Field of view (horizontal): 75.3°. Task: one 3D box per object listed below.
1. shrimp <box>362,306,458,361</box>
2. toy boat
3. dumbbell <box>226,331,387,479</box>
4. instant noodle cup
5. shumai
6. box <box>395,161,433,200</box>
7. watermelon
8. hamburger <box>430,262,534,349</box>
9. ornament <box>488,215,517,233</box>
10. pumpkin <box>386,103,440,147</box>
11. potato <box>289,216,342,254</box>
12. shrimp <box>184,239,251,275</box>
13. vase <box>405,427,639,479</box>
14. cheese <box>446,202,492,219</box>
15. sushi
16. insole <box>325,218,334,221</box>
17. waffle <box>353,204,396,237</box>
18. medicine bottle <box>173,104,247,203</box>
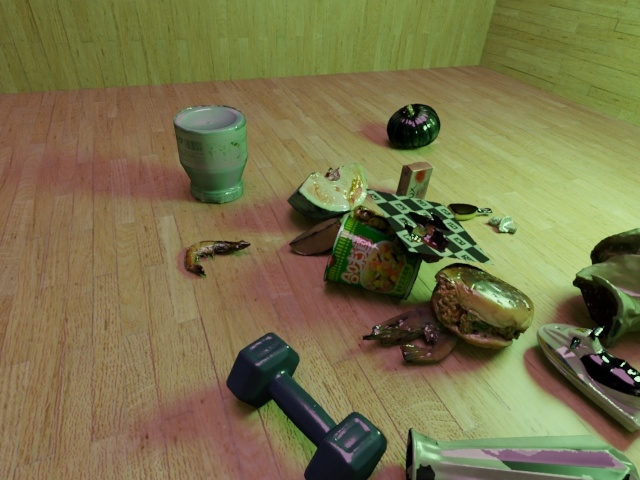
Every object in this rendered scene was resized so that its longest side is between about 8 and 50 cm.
[{"bbox_3d":[0.227,0.240,1.005,0.254,0.059,0.145,-14,50,-30],"label":"shrimp"},{"bbox_3d":[0.623,0.279,0.928,0.140,0.141,0.269,-18,56,-27],"label":"toy boat"},{"bbox_3d":[-0.034,0.324,0.792,0.324,0.160,0.144,35,15,35],"label":"dumbbell"},{"bbox_3d":[0.149,0.061,1.139,0.232,0.207,0.207,21,39,8],"label":"instant noodle cup"},{"bbox_3d":[0.800,0.162,1.039,0.291,0.330,0.288,-10,38,52],"label":"shumai"},{"bbox_3d":[0.346,-0.212,1.540,0.111,0.156,0.060,-14,39,-27],"label":"box"},{"bbox_3d":[0.027,-0.136,1.433,0.321,0.188,0.175,-18,74,-35],"label":"watermelon"},{"bbox_3d":[0.390,0.150,1.039,0.285,0.146,0.243,14,24,-16],"label":"hamburger"},{"bbox_3d":[0.642,-0.057,1.453,0.068,0.041,0.092,-28,55,-5],"label":"ornament"},{"bbox_3d":[0.434,-0.543,1.951,0.249,0.216,0.250,-15,45,15],"label":"pumpkin"},{"bbox_3d":[0.000,0.000,1.303,0.172,0.089,0.101,-27,14,10],"label":"potato"},{"bbox_3d":[-0.307,0.048,1.222,0.195,0.035,0.148,-4,34,1],"label":"shrimp"},{"bbox_3d":[0.334,0.406,0.715,0.359,0.165,0.165,5,36,7],"label":"vase"},{"bbox_3d":[0.551,-0.108,1.516,0.162,0.036,0.086,-3,34,-9],"label":"cheese"},{"bbox_3d":[0.278,-0.024,1.125,0.293,0.059,0.292,8,35,-25],"label":"sushi"},{"bbox_3d":[0.050,-0.080,1.459,0.045,0.002,0.135,17,39,16],"label":"insole"},{"bbox_3d":[0.232,-0.036,1.291,0.300,0.058,0.281,26,11,12],"label":"waffle"},{"bbox_3d":[-0.381,-0.302,1.480,0.244,0.290,0.245,2,38,-2],"label":"medicine bottle"}]
